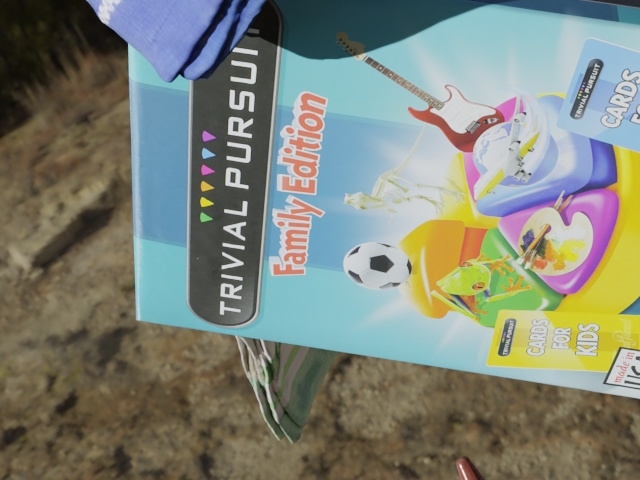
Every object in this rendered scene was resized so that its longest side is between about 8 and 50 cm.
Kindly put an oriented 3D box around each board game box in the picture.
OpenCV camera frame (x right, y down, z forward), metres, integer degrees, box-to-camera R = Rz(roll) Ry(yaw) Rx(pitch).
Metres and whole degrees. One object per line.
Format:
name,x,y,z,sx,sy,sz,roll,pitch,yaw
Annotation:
board game box,0.070,-0.039,0.618,0.336,0.253,0.079,8,44,1

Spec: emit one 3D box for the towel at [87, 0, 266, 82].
towel,-0.152,-0.179,0.372,0.040,0.336,0.243,-59,11,-14

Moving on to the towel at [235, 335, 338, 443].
towel,0.000,0.000,0.920,0.038,0.325,0.248,19,63,19

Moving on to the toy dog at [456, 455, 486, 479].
toy dog,0.213,0.323,1.181,0.220,0.161,0.334,-35,13,-23
